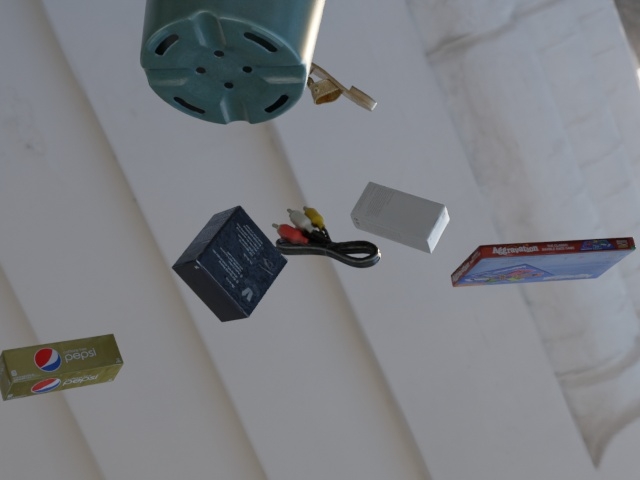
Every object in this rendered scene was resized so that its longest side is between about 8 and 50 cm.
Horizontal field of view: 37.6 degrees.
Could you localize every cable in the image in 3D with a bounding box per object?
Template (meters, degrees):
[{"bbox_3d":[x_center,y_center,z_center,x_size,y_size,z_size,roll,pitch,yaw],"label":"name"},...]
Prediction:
[{"bbox_3d":[0.000,0.000,2.084,0.139,0.072,0.287,-33,-146,-26],"label":"cable"}]

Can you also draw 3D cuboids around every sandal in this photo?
[{"bbox_3d":[0.017,-0.356,2.267,0.079,0.240,0.088,-56,158,-2],"label":"sandal"}]

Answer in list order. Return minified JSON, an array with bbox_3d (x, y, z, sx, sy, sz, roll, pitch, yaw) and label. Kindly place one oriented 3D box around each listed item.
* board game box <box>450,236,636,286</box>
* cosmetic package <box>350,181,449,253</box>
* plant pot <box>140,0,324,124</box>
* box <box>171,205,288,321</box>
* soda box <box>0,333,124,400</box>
[{"bbox_3d":[0.380,0.038,1.620,0.282,0.027,0.145,-3,157,-14],"label":"board game box"},{"bbox_3d":[0.208,-0.061,2.470,0.231,0.085,0.117,21,-110,26],"label":"cosmetic package"},{"bbox_3d":[-0.135,-0.388,1.494,0.341,0.341,0.334,-16,-127,33],"label":"plant pot"},{"bbox_3d":[-0.172,0.046,1.804,0.093,0.156,0.158,-15,-148,47],"label":"box"},{"bbox_3d":[-0.403,0.195,1.457,0.181,0.058,0.061,-7,149,-37],"label":"soda box"}]
